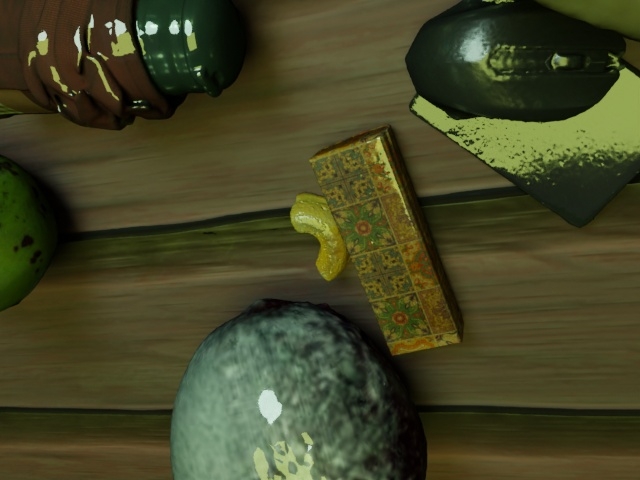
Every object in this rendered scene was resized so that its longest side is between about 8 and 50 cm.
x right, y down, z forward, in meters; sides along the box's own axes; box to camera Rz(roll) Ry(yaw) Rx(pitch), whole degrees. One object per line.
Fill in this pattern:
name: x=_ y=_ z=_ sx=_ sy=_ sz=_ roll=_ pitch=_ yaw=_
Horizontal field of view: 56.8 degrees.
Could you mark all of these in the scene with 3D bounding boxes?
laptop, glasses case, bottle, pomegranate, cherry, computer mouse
laptop: x=0.192 y=-0.113 z=0.510 sx=0.197 sy=0.016 sz=0.135 roll=36 pitch=118 yaw=0
glasses case: x=0.069 y=0.004 z=0.573 sx=0.075 sy=0.049 sz=0.218 roll=-16 pitch=108 yaw=24
bottle: x=-0.196 y=-0.174 z=0.521 sx=0.271 sy=0.143 sz=0.156 roll=4 pitch=75 yaw=16
pomegranate: x=-0.378 y=0.007 z=0.595 sx=0.202 sy=0.247 sz=0.202 roll=-7 pitch=128 yaw=-9
cherry: x=-0.026 y=0.206 z=0.597 sx=0.255 sy=0.218 sz=0.296 roll=-17 pitch=94 yaw=25
computer mouse: x=0.151 y=-0.141 z=0.467 sx=0.172 sy=0.057 sz=0.099 roll=5 pitch=107 yaw=14

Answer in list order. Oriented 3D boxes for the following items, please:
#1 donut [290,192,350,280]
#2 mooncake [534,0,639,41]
donut: x=0.000 y=0.000 z=0.596 sx=0.067 sy=0.038 sz=0.083 roll=12 pitch=114 yaw=6
mooncake: x=0.210 y=-0.310 z=0.323 sx=0.379 sy=0.200 sz=0.378 roll=5 pitch=118 yaw=10
